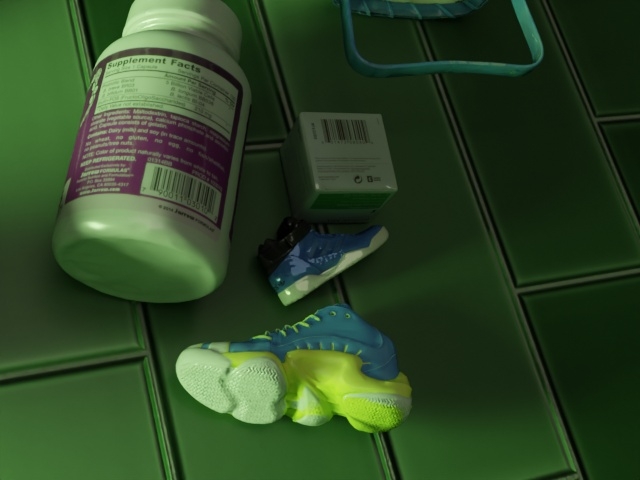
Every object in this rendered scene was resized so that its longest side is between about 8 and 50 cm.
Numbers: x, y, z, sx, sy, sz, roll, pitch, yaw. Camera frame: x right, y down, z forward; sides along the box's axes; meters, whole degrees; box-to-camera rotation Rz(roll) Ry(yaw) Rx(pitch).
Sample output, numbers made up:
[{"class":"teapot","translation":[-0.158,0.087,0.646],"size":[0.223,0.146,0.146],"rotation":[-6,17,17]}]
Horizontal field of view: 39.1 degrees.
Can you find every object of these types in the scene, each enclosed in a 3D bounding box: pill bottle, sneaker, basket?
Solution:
[{"class":"pill bottle","translation":[-0.160,-0.103,0.915],"size":[0.169,0.169,0.301],"rotation":[13,62,-14]},{"class":"sneaker","translation":[0.000,0.000,0.989],"size":[0.152,0.058,0.084],"rotation":[-31,88,-23]},{"class":"sneaker","translation":[-0.025,0.121,0.921],"size":[0.240,0.091,0.126],"rotation":[15,43,-13]},{"class":"basket","translation":[0.129,-0.331,1.111],"size":[0.255,0.201,0.289],"rotation":[-5,74,-21]}]

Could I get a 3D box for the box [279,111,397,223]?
[{"class":"box","translation":[0.018,-0.081,1.017],"size":[0.101,0.087,0.102],"rotation":[-2,67,-21]}]
